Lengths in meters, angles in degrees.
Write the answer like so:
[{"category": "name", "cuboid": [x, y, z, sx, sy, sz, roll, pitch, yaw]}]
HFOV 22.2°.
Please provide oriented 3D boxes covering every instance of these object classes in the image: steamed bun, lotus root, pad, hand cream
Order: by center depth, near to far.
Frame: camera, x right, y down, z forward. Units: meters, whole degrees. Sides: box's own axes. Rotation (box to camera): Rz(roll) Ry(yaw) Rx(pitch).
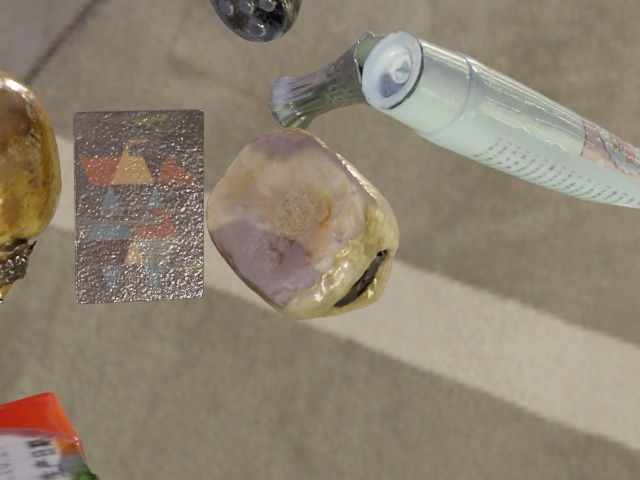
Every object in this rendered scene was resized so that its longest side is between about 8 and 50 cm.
[{"category": "hand cream", "cuboid": [0.157, -0.054, 1.060, 0.085, 0.331, 0.058, 9, 80, 49]}, {"category": "steamed bun", "cuboid": [0.000, 0.000, 1.480, 0.141, 0.155, 0.172, -46, 56, 3]}, {"category": "lotus root", "cuboid": [-0.358, -0.081, 1.722, 0.169, 0.314, 0.141, -24, 50, -30]}, {"category": "pad", "cuboid": [-0.194, -0.036, 1.754, 0.143, 0.211, 0.003, -3, 14, -13]}]

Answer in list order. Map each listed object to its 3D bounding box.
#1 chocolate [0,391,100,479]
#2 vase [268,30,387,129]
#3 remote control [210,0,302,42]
[{"category": "chocolate", "cuboid": [-0.262, 0.347, 1.352, 0.161, 0.360, 0.341, -2, 13, -18]}, {"category": "vase", "cuboid": [0.012, -0.162, 1.740, 0.149, 0.081, 0.081, -18, 40, 41]}, {"category": "remote control", "cuboid": [-0.085, -0.279, 1.284, 0.090, 0.266, 0.066, -4, 40, 31]}]
